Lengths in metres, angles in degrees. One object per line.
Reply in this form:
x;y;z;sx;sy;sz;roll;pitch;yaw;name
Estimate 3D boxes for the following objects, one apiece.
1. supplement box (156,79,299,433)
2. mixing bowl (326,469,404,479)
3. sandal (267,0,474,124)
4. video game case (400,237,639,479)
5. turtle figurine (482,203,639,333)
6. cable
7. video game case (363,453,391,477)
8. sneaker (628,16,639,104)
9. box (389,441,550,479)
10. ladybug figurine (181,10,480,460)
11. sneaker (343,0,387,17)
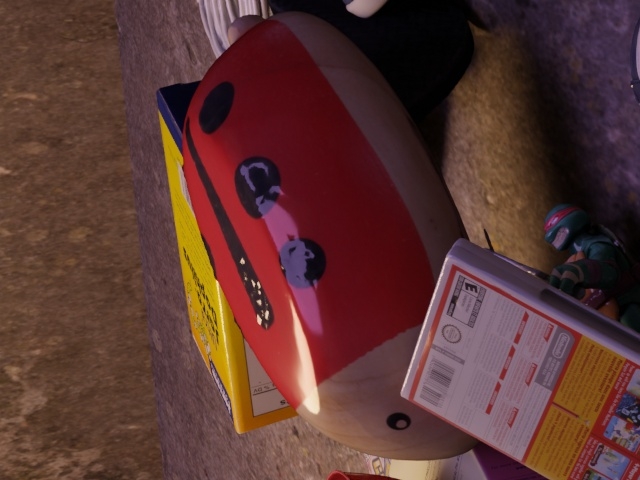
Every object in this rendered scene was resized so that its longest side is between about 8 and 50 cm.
-0.046;0.003;2.072;0.195;0.194;0.356;-120;20;-50;supplement box
0.075;0.297;1.768;0.181;0.098;0.181;171;90;-74;mixing bowl
0.062;-0.196;1.938;0.107;0.168;0.446;63;-179;-27;sandal
0.206;0.129;1.453;0.285;0.025;0.204;29;144;12;video game case
0.222;0.051;1.533;0.234;0.118;0.175;57;173;19;turtle figurine
-0.089;-0.317;2.443;0.257;0.089;0.257;131;127;-68;cable
0.108;0.267;2.170;0.248;0.035;0.275;111;146;-59;video game case
0.289;-0.096;1.252;0.153;0.099;0.282;112;153;-51;sneaker
0.170;0.233;1.800;0.243;0.117;0.213;-116;23;-43;box
0.000;0.000;1.688;0.449;0.162;0.305;64;154;16;ladybug figurine
0.058;-0.354;1.760;0.131;0.148;0.350;-57;-3;-36;sneaker
